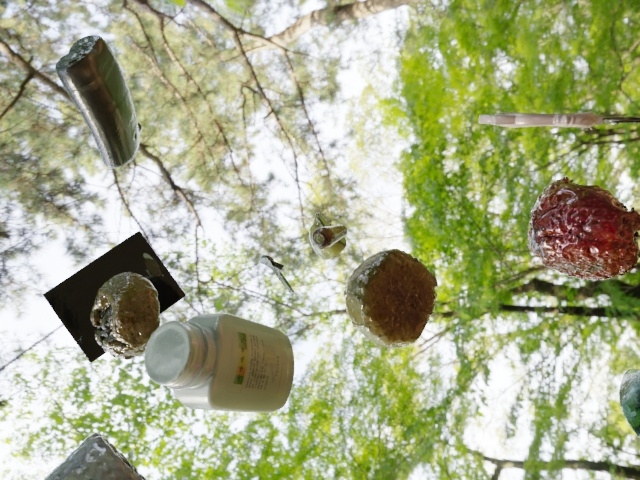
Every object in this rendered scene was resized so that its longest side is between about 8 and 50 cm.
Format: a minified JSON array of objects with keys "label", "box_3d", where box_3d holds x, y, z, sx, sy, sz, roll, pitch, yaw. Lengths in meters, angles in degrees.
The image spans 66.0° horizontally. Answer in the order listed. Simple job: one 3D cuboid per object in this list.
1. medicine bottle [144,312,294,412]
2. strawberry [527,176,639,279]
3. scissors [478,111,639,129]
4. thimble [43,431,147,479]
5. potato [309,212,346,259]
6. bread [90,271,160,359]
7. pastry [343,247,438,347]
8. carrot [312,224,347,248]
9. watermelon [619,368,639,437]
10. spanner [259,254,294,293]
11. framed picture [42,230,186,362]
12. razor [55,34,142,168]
[{"label":"medicine bottle","box_3d":[-0.183,0.240,0.965,0.324,0.124,0.179,34,-125,-56]},{"label":"strawberry","box_3d":[0.618,-0.018,1.193,0.274,0.221,0.274,58,-173,-11]},{"label":"scissors","box_3d":[0.403,-0.174,0.720,0.160,0.318,0.024,-67,-22,-75]},{"label":"thimble","box_3d":[-0.506,0.582,1.150,0.157,0.246,0.217,-46,-38,-26]},{"label":"potato","box_3d":[0.000,0.000,1.715,0.149,0.120,0.081,44,-160,-12]},{"label":"bread","box_3d":[-0.511,0.194,1.282,0.123,0.230,0.229,7,-97,-45]},{"label":"pastry","box_3d":[0.137,0.113,0.978,0.182,0.093,0.192,44,-117,-16]},{"label":"carrot","box_3d":[0.026,-0.015,1.246,0.161,0.055,0.055,-25,-72,-68]},{"label":"watermelon","box_3d":[0.621,0.303,0.931,0.155,0.101,0.080,-33,-111,-34]},{"label":"spanner","box_3d":[-0.159,0.140,1.934,0.325,0.093,0.026,66,-137,-57]},{"label":"framed picture","box_3d":[-0.596,0.159,1.433,0.324,0.013,0.244,-36,-92,-11]},{"label":"razor","box_3d":[-0.596,-0.377,1.372,0.348,0.114,0.204,83,-174,-48]}]
